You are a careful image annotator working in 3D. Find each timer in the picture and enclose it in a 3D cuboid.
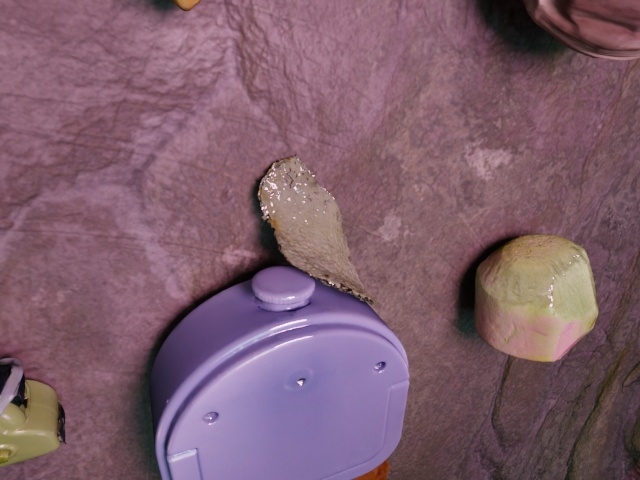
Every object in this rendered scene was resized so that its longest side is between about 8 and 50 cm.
[{"bbox_3d":[-0.057,0.206,0.650,0.395,0.173,0.394,-11,120,-19],"label":"timer"}]

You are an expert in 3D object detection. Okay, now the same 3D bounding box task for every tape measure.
[{"bbox_3d":[-0.432,0.208,0.518,0.200,0.106,0.175,-8,132,-19],"label":"tape measure"}]

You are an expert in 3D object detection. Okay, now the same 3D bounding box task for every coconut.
[{"bbox_3d":[0.384,0.113,0.797,0.205,0.236,0.235,-5,124,16],"label":"coconut"}]

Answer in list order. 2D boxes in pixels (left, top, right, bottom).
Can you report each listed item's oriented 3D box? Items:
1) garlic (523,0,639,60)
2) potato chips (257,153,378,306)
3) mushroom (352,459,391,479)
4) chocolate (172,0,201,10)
[{"bbox_3d":[0.340,-0.357,0.487,0.259,0.317,0.317,-30,125,6],"label":"garlic"},{"bbox_3d":[0.004,-0.004,0.606,0.059,0.228,0.167,-33,166,33],"label":"potato chips"},{"bbox_3d":[0.022,0.488,0.851,0.233,0.208,0.301,6,133,16],"label":"mushroom"},{"bbox_3d":[-0.004,-0.399,0.390,0.445,0.162,0.162,-42,125,5],"label":"chocolate"}]
